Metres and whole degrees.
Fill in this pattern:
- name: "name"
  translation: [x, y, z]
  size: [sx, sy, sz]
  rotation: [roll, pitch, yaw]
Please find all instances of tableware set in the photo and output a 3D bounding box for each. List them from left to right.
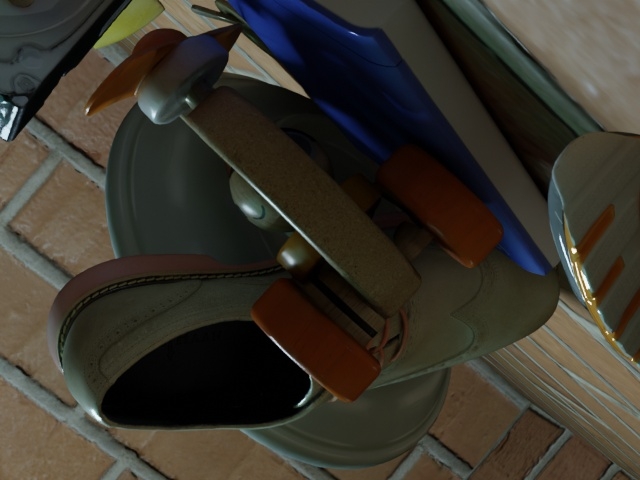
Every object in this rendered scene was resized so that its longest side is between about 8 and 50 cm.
- name: "tableware set"
  translation: [-0.019, -0.137, 1.013]
  size: [0.194, 0.039, 0.128]
  rotation: [41, 178, -30]

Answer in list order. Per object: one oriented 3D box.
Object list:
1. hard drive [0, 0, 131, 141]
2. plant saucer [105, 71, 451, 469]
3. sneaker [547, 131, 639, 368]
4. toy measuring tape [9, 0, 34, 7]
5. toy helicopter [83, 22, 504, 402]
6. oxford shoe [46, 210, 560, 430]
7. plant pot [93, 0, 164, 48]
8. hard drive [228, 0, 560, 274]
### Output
- name: "hard drive"
  translation: [-0.326, -0.260, 1.003]
  size: [0.339, 0.237, 0.064]
  rotation: [34, 142, -4]
- name: "plant saucer"
  translation: [0.000, 0.000, 1.104]
  size: [0.400, 0.100, 0.400]
  rotation: [28, -136, -31]
- name: "sneaker"
  translation: [0.159, 0.020, 0.548]
  size: [0.215, 0.084, 0.083]
  rotation: [40, -177, -36]
- name: "toy measuring tape"
  translation: [-0.268, -0.275, 0.822]
  size: [0.121, 0.121, 0.330]
  rotation: [40, 162, 16]
- name: "toy helicopter"
  translation: [-0.051, -0.058, 0.811]
  size: [0.235, 0.140, 0.355]
  rotation: [42, 180, -22]
- name: "oxford shoe"
  translation: [0.010, 0.076, 0.900]
  size: [0.146, 0.397, 0.140]
  rotation: [-130, 33, -61]
- name: "plant pot"
  translation: [-0.276, -0.296, 1.538]
  size: [0.134, 0.095, 0.134]
  rotation: [40, 178, 2]
- name: "hard drive"
  translation: [0.033, -0.101, 0.787]
  size: [0.210, 0.040, 0.319]
  rotation: [39, 178, 35]
